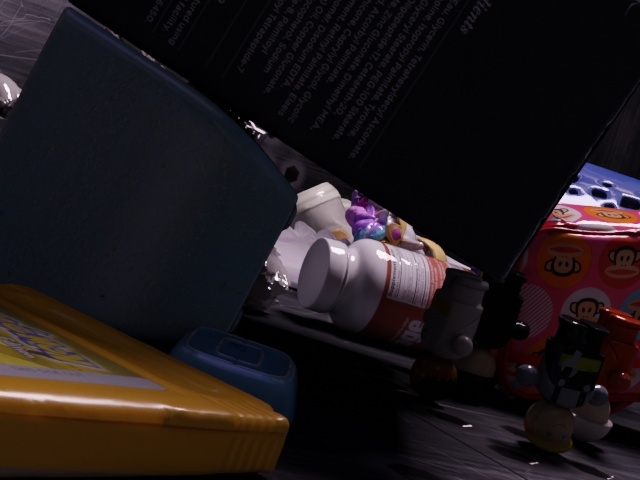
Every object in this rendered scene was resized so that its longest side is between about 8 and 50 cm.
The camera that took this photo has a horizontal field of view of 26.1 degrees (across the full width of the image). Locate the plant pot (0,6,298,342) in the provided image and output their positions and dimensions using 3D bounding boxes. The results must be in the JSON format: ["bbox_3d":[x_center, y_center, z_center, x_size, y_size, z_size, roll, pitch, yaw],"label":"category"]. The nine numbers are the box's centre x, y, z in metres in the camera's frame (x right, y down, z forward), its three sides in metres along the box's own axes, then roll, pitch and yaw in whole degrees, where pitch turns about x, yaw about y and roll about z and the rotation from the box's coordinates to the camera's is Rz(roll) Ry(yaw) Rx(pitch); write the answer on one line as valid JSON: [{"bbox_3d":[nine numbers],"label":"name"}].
[{"bbox_3d":[-0.162,-0.035,1.256,0.252,0.247,0.247,28,3,-6],"label":"plant pot"}]

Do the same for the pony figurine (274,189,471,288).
[{"bbox_3d":[0.098,-0.003,2.052,0.351,0.302,0.363,33,-3,41],"label":"pony figurine"}]

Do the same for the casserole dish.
[{"bbox_3d":[-0.069,0.104,1.106,0.114,0.037,0.188,19,3,0],"label":"casserole dish"}]

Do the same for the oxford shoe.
[{"bbox_3d":[0.000,0.000,2.404,0.130,0.169,0.449,63,0,6],"label":"oxford shoe"}]

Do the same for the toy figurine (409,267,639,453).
[{"bbox_3d":[0.206,0.123,1.417,0.213,0.148,0.209,22,11,22],"label":"toy figurine"}]

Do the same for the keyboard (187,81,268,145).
[{"bbox_3d":[-0.127,-0.045,1.557,0.201,0.033,0.317,47,40,-16],"label":"keyboard"}]

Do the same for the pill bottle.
[{"bbox_3d":[0.086,0.068,1.736,0.216,0.121,0.121,17,4,-21],"label":"pill bottle"}]

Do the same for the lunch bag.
[{"bbox_3d":[0.334,0.090,1.637,0.293,0.258,0.120,2,18,-14],"label":"lunch bag"}]

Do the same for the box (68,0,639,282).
[{"bbox_3d":[0.064,-0.235,1.423,0.472,0.297,0.480,32,10,1],"label":"box"}]

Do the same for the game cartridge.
[{"bbox_3d":[-0.210,0.068,0.836,0.285,0.052,0.324,21,6,35],"label":"game cartridge"}]

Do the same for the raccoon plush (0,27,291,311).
[{"bbox_3d":[-0.282,-0.042,1.672,0.446,0.299,0.216,59,15,19],"label":"raccoon plush"}]

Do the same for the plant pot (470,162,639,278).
[{"bbox_3d":[0.321,0.033,1.823,0.236,0.235,0.212,19,22,20],"label":"plant pot"}]
